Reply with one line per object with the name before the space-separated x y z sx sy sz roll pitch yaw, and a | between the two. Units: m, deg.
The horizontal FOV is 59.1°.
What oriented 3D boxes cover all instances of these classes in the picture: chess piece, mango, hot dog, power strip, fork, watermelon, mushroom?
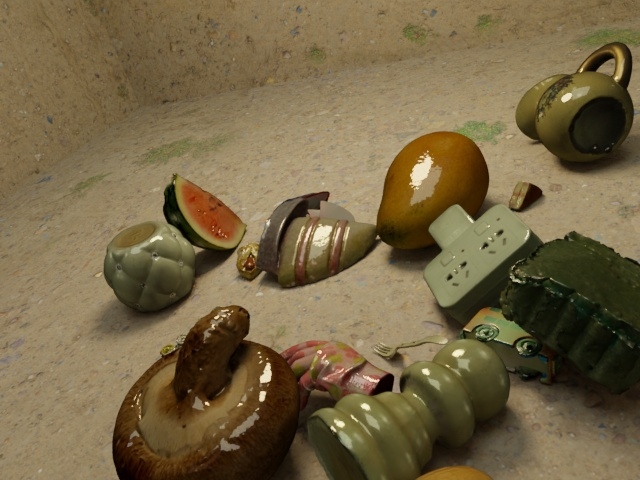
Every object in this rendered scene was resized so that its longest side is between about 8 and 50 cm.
chess piece | 0.162 0.271 0.883 0.330 0.182 0.182 -26 30 -25
mango | 0.281 -0.124 1.437 0.264 0.221 0.378 12 51 34
hot dog | -0.195 0.040 1.557 0.078 0.061 0.169 -16 30 0
power strip | 0.339 0.040 1.200 0.229 0.141 0.261 -43 24 13
fork | 0.169 0.198 1.058 0.034 0.028 0.219 -28 1 -31
watermelon | -0.356 -0.042 1.640 0.128 0.303 0.159 -20 52 30
mushroom | -0.191 0.305 0.959 0.345 0.239 0.345 -45 17 18

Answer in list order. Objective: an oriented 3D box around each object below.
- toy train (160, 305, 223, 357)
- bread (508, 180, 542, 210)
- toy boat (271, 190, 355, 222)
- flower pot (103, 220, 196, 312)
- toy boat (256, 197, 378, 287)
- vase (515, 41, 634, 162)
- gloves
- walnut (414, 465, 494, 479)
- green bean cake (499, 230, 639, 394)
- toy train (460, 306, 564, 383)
toy train | -0.270 0.228 1.280 0.081 0.060 0.202 22 49 40
bread | 0.530 -0.126 1.457 0.109 0.062 0.043 -30 31 -27
toy boat | 0.008 -0.078 1.650 0.318 0.072 0.219 1 38 24
flower pot | -0.457 0.065 1.519 0.246 0.195 0.246 -12 31 7
toy boat | -0.032 0.006 1.481 0.294 0.111 0.276 20 56 31
vase | 0.728 -0.393 1.565 0.241 0.329 0.302 25 22 -15
gloves | 0.010 0.240 1.038 0.241 0.126 0.145 18 31 31
walnut | 0.156 0.376 0.706 0.207 0.159 0.159 -30 32 -19
green bean cake | 0.455 0.106 0.940 0.241 0.132 0.255 -24 46 -40
toy train | 0.346 0.183 1.018 0.188 0.072 0.099 15 43 43
